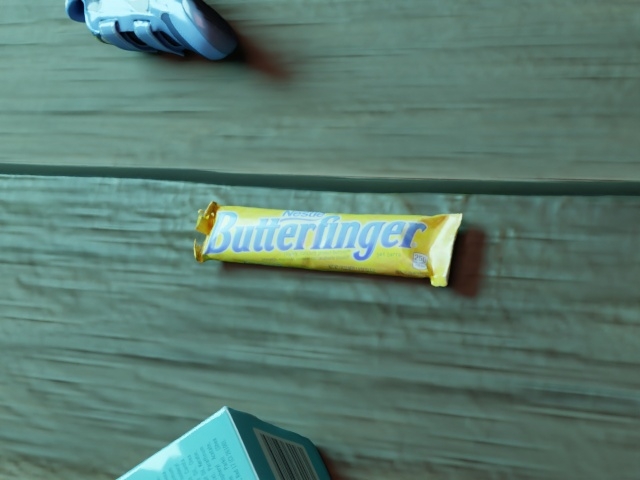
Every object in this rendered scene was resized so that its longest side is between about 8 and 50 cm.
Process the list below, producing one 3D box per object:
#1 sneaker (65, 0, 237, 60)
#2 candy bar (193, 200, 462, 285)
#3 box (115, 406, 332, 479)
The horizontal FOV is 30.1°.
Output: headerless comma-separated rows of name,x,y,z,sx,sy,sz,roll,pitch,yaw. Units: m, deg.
sneaker,-0.106,-0.138,0.735,0.144,0.053,0.059,36,90,38
candy bar,0.000,0.000,0.658,0.161,0.018,0.040,4,75,26
box,-0.110,0.181,0.602,0.244,0.100,0.060,-34,61,11
